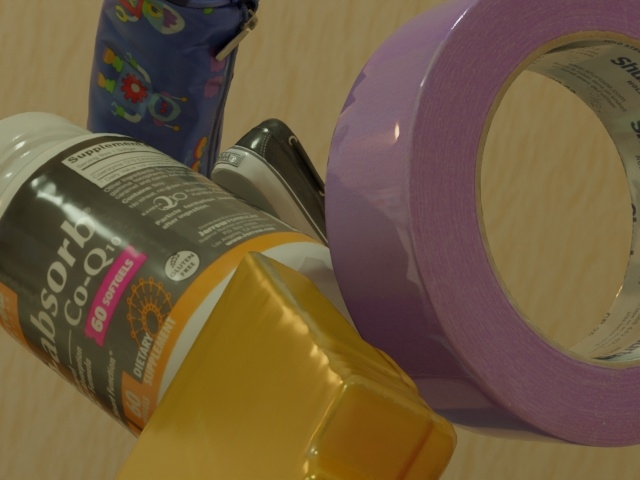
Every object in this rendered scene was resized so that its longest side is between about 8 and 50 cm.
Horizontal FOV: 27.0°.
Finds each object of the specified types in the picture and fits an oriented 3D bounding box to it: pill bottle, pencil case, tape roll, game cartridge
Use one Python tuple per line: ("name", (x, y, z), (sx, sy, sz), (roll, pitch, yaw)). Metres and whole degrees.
("pill bottle", (-0.117, 0.026, 0.857), (0.278, 0.162, 0.162), (29, 13, 36))
("pencil case", (-0.129, -0.133, 1.137), (0.133, 0.306, 0.119), (35, 48, 15))
("tape roll", (0.142, -0.020, 0.777), (0.275, 0.275, 0.090), (11, -9, -29))
("game cartridge", (-0.064, 0.152, 0.510), (0.053, 0.285, 0.324), (30, 2, -11))

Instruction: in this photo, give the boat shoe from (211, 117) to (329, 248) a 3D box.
("boat shoe", (0.000, 0.000, 1.045), (0.080, 0.076, 0.228), (2, -43, 50))
